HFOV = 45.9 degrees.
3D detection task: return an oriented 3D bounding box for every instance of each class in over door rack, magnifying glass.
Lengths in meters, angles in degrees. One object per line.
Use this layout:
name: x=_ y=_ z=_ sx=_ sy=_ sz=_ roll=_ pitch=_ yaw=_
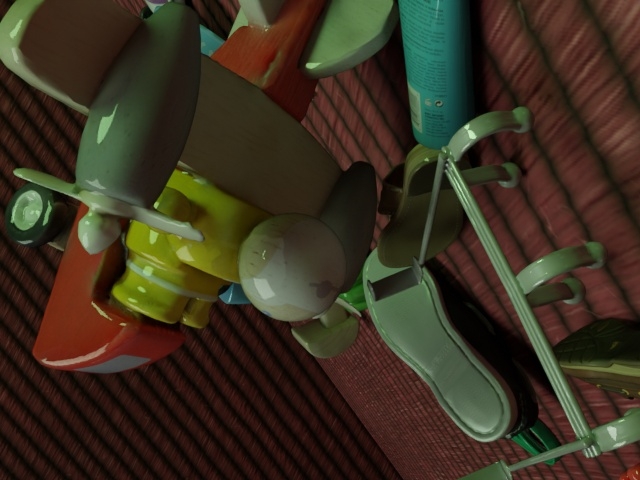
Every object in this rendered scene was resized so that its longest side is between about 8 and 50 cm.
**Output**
over door rack: x=0.153 y=0.069 z=0.627 sx=0.324 sy=0.108 sz=0.239 roll=108 pitch=143 yaw=-65
magnifying glass: x=0.295 y=0.287 z=1.144 sx=0.092 sy=0.026 sz=0.231 roll=52 pitch=167 yaw=1

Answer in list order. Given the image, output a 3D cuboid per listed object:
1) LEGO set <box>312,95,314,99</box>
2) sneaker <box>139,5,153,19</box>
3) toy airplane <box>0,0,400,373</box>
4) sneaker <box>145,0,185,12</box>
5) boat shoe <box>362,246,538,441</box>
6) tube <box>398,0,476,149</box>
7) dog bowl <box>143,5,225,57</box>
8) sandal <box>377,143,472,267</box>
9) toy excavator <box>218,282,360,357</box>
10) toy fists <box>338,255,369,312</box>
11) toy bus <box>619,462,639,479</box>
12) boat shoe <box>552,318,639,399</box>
LEGO set: x=-0.036 y=-0.209 z=0.950 sx=0.083 sy=0.023 sz=0.054 roll=43 pitch=175 yaw=-22
sneaker: x=-0.292 y=-0.361 z=1.408 sx=0.089 sy=0.051 sz=0.170 roll=30 pitch=158 yaw=52
toy airplane: x=-0.060 y=-0.055 z=0.643 sx=0.272 sy=0.386 sz=0.384 roll=46 pitch=142 yaw=29
sneaker: x=-0.313 y=-0.408 z=1.078 sx=0.102 sy=0.161 sz=0.282 roll=39 pitch=164 yaw=44
boat shoe: x=0.161 y=0.126 z=0.975 sx=0.091 sy=0.114 sz=0.302 roll=8 pitch=-137 yaw=-46
tube: x=0.084 y=-0.159 z=0.557 sx=0.080 sy=0.052 sz=0.207 roll=38 pitch=157 yaw=36
dog bowl: x=-0.208 y=-0.268 z=1.155 sx=0.166 sy=0.074 sz=0.297 roll=32 pitch=176 yaw=-22
sandal: x=0.103 y=-0.055 z=0.783 sx=0.240 sy=0.088 sz=0.079 roll=96 pitch=167 yaw=-64
toy excavator: x=-0.093 y=0.030 z=1.470 sx=0.222 sy=0.445 sz=0.432 roll=37 pitch=120 yaw=57
toy fists: x=0.000 y=0.000 z=1.249 sx=0.279 sy=0.096 sz=0.142 roll=56 pitch=167 yaw=-11
toy bus: x=0.361 y=0.317 z=0.730 sx=0.220 sy=0.150 sz=0.211 roll=83 pitch=163 yaw=-65
boat shoe: x=0.256 y=0.107 z=0.637 sx=0.060 sy=0.064 sz=0.178 roll=55 pitch=166 yaw=-4
